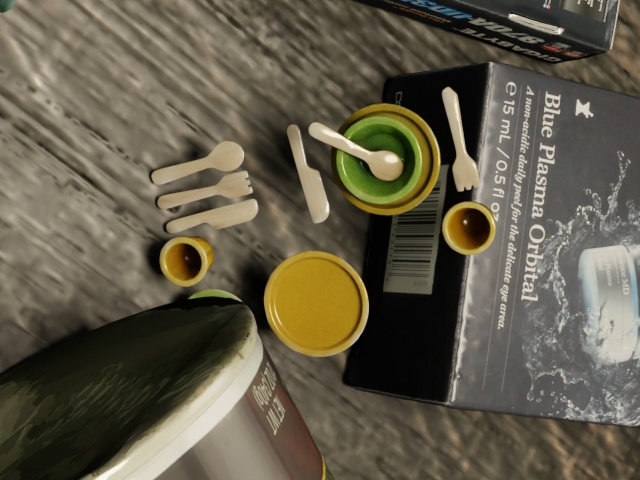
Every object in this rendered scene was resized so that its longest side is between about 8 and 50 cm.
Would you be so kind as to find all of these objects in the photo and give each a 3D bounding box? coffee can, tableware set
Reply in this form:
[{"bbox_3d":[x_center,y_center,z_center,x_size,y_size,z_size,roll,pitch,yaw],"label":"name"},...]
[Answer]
[{"bbox_3d":[-0.053,0.189,0.532,0.201,0.201,0.275,-33,105,-23],"label":"coffee can"},{"bbox_3d":[0.000,0.000,0.606,0.154,0.024,0.104,-13,96,16],"label":"tableware set"}]

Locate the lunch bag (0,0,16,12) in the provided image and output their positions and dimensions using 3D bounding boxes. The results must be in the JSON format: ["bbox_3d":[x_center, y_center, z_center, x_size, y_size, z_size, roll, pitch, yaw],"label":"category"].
[{"bbox_3d":[-0.088,-0.179,0.474,0.108,0.279,0.224,39,84,-21],"label":"lunch bag"}]

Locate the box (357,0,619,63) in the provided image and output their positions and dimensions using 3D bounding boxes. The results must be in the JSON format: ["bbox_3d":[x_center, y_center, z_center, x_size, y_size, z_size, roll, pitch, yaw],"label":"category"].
[{"bbox_3d":[0.078,-0.215,0.681,0.175,0.051,0.220,12,85,-26],"label":"box"}]

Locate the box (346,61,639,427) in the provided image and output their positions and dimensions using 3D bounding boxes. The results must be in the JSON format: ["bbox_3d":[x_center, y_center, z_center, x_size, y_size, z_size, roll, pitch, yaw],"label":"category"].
[{"bbox_3d":[0.111,0.007,0.677,0.158,0.093,0.156,9,86,-28],"label":"box"}]
